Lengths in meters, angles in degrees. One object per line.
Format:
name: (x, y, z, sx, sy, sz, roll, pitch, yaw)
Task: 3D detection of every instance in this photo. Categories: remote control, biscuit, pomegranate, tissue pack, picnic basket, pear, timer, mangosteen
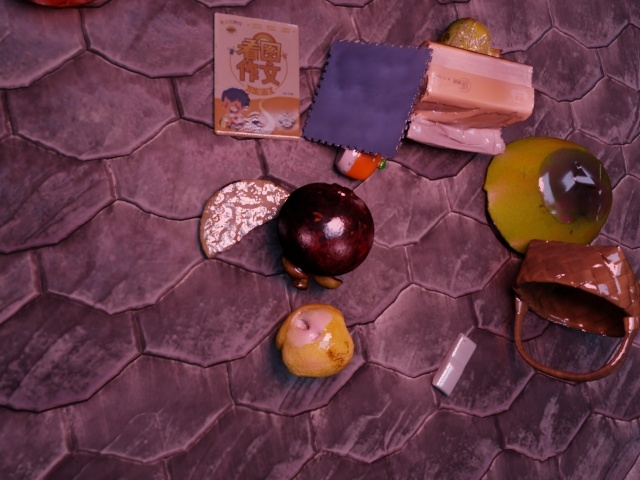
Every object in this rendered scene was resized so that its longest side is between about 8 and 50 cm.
remote control: (0.357, 0.327, 1.179, 0.061, 0.029, 0.162, 38, 75, -13)
biscuit: (-0.184, -0.072, 1.038, 0.250, 0.032, 0.133, -33, 96, -17)
pomegranate: (0.397, -0.519, 1.209, 0.169, 0.122, 0.143, 12, 101, -11)
tissue pack: (0.346, -0.338, 1.136, 0.305, 0.238, 0.239, 4, 84, -19)
picnic basket: (0.632, 0.197, 1.129, 0.337, 0.293, 0.337, -4, 96, -38)
pear: (-0.015, 0.227, 1.000, 0.178, 0.178, 0.178, 1, 85, -17)
timer: (0.109, -0.210, 1.107, 0.136, 0.099, 0.136, -1, 95, -9)
pear: (0.666, -0.129, 1.242, 0.398, 0.165, 0.399, 1, 85, -18)
mangosteen: (0.000, 0.000, 1.006, 0.228, 0.228, 0.265, 20, 109, -15)

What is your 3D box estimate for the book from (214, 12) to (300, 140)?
book: (-0.152, -0.394, 1.082, 0.207, 0.020, 0.295, 0, 85, -17)

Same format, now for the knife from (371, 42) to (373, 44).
knife: (0.148, -0.469, 1.179, 0.031, 0.018, 0.121, -16, 89, 16)

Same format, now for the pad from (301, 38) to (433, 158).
pad: (0.102, -0.341, 1.050, 0.269, 0.012, 0.269, 21, 91, 28)

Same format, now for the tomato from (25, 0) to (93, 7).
tomato: (-0.553, -0.573, 0.931, 0.228, 0.101, 0.228, 4, 76, -16)
